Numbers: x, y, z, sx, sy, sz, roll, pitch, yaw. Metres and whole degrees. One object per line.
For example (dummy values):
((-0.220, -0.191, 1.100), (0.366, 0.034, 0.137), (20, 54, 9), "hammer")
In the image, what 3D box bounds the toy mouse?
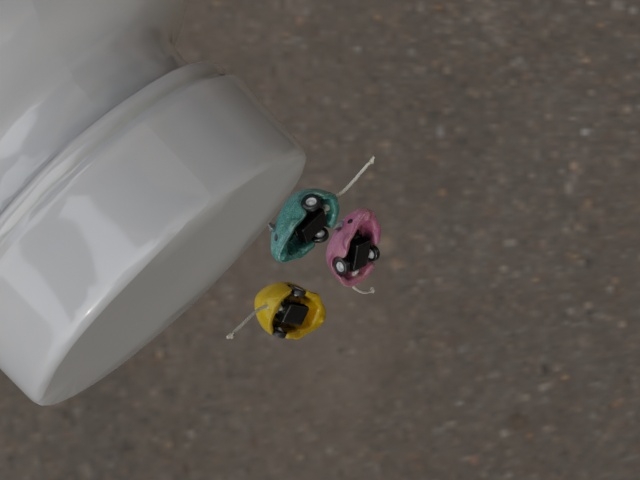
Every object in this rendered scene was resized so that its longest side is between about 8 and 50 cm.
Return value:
((0.000, 0.000, 1.368), (0.031, 0.161, 0.143), (30, 105, 34), "toy mouse")

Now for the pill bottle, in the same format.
((-0.094, -0.054, 0.433), (0.180, 0.108, 0.108), (46, 120, 8), "pill bottle")
